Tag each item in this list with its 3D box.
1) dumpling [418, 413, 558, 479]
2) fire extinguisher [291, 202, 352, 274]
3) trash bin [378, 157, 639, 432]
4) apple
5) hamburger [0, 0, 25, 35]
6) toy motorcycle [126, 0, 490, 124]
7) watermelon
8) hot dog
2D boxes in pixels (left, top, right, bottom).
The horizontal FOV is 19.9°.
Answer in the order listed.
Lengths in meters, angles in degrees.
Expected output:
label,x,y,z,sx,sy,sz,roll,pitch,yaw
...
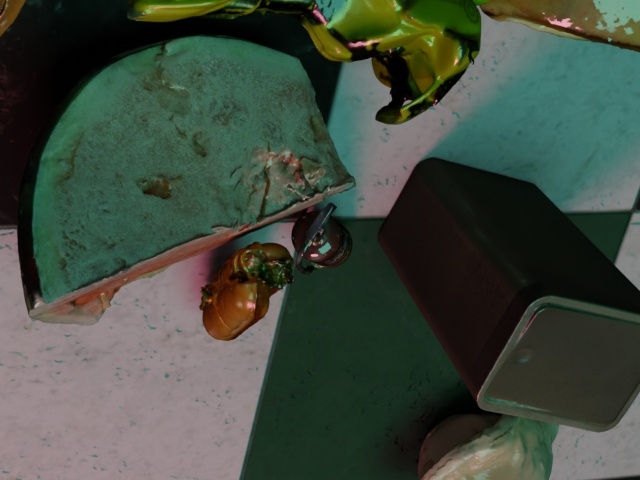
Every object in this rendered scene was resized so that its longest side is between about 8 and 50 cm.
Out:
label,x,y,z,sx,sy,sz,roll,pitch,yaw
dumpling,0.168,0.224,1.839,0.199,0.118,0.136,-16,135,-43
fire extinguisher,0.000,0.000,1.573,0.064,0.043,0.158,-57,172,0
trash bin,0.171,0.041,1.616,0.164,0.240,0.122,12,117,-33
apple,0.287,-0.246,1.548,0.265,0.120,0.193,7,109,-33
hamburger,-0.320,-0.195,1.303,0.213,0.108,0.214,-17,133,-19
toy motorcycle,0.006,-0.200,1.426,0.342,0.206,0.142,3,167,-29
watermelon,-0.135,-0.034,1.440,0.305,0.180,0.224,-25,129,-34
hot dog,-0.069,0.043,1.562,0.055,0.188,0.072,37,69,-4
